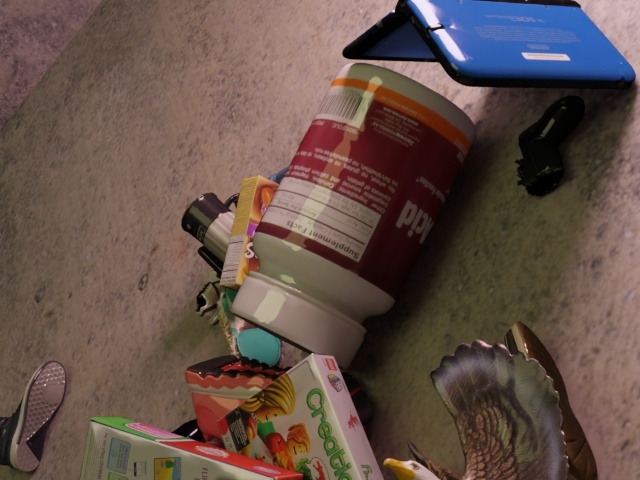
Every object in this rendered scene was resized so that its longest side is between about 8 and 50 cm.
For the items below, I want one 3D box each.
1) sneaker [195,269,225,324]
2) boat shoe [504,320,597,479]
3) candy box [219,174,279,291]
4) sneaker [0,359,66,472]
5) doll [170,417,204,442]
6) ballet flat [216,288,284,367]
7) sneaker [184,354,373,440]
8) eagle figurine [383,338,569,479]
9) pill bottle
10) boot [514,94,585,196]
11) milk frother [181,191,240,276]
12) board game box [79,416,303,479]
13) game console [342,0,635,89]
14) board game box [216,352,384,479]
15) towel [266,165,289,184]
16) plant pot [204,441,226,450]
[{"bbox_3d":[-0.194,0.093,2.011,0.040,0.043,0.109,-36,37,35],"label":"sneaker"},{"bbox_3d":[0.244,0.191,1.312,0.073,0.080,0.224,-37,42,22],"label":"boat shoe"},{"bbox_3d":[-0.090,0.000,1.866,0.053,0.109,0.187,-7,67,51],"label":"candy box"},{"bbox_3d":[-0.603,0.347,2.310,0.163,0.086,0.226,-5,61,48],"label":"sneaker"},{"bbox_3d":[-0.221,0.321,1.830,0.189,0.046,0.129,-41,-1,35],"label":"doll"},{"bbox_3d":[-0.112,0.163,1.829,0.241,0.091,0.077,-113,30,-57],"label":"ballet flat"},{"bbox_3d":[-0.056,0.252,1.643,0.313,0.116,0.136,6,104,36],"label":"sneaker"},{"bbox_3d":[0.164,0.275,1.216,0.226,0.225,0.298,-19,19,25],"label":"eagle figurine"},{"bbox_3d":[0.042,-0.031,1.629,0.224,0.224,0.392,17,78,57],"label":"pill bottle"},{"bbox_3d":[0.307,-0.122,1.515,0.121,0.045,0.099,-40,34,38],"label":"boot"},{"bbox_3d":[-0.144,-0.017,1.994,0.143,0.129,0.134,-40,65,-23],"label":"milk frother"},{"bbox_3d":[-0.188,0.384,1.499,0.316,0.064,0.242,11,91,32],"label":"board game box"},{"bbox_3d":[0.219,-0.233,1.530,0.250,0.293,0.173,62,143,37],"label":"game console"},{"bbox_3d":[-0.009,0.324,1.467,0.193,0.053,0.305,-38,61,29],"label":"board game box"},{"bbox_3d":[-0.059,-0.087,1.965,0.119,0.029,0.067,-26,85,44],"label":"towel"},{"bbox_3d":[-0.216,0.376,1.684,0.201,0.180,0.201,-32,41,33],"label":"plant pot"}]
